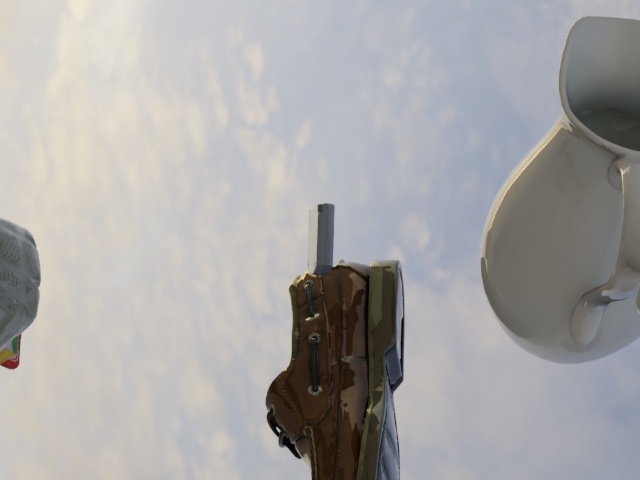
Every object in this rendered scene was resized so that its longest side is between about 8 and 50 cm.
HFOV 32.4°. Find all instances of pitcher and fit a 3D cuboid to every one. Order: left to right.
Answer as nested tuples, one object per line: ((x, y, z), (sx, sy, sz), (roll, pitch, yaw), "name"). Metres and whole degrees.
((0.164, -0.001, 0.659), (0.207, 0.125, 0.178), (96, 6, -46), "pitcher")

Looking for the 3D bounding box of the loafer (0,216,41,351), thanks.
((-0.316, 0.080, 0.729), (0.319, 0.111, 0.112), (-41, -133, 23), "loafer")

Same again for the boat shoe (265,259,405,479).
((0.010, 0.148, 0.901), (0.307, 0.104, 0.111), (-82, 166, -45), "boat shoe")

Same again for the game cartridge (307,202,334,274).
((0.000, 0.000, 0.880), (0.083, 0.017, 0.056), (169, -73, -84), "game cartridge")

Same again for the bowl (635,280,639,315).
((0.187, 0.015, 0.466), (0.080, 0.170, 0.170), (28, -66, 27), "bowl")

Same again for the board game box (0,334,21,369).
((-0.358, 0.017, 0.987), (0.039, 0.259, 0.124), (-24, -128, 23), "board game box")
